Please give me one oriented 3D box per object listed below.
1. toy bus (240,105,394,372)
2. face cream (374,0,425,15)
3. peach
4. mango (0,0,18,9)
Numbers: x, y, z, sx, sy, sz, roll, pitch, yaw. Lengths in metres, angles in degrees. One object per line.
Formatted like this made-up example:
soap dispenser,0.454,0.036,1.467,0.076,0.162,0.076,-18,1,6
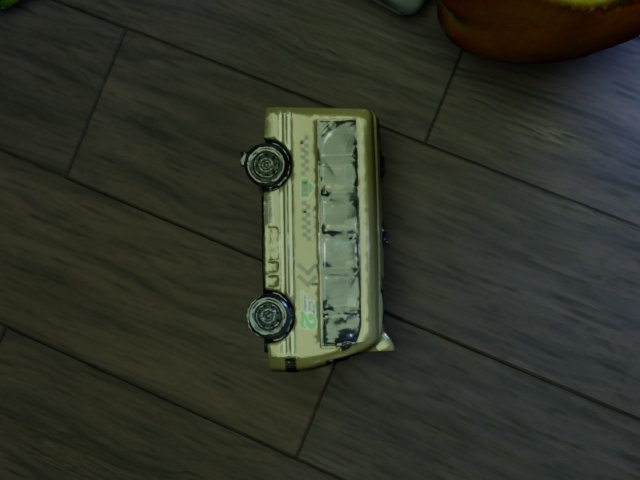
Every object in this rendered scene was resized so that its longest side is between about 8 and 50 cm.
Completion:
toy bus,0.000,0.000,1.500,0.201,0.177,0.366,-1,86,4
face cream,0.152,-0.476,1.549,0.144,0.071,0.291,34,93,10
peach,0.298,-0.399,1.394,0.405,0.310,0.335,-21,90,-13
mango,-0.469,-0.456,1.641,0.233,0.111,0.125,-47,69,17
